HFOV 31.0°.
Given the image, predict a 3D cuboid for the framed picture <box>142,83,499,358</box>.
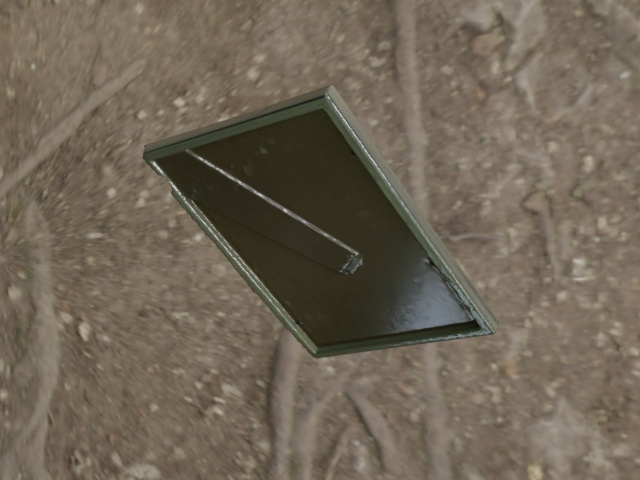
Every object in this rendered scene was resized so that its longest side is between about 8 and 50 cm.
[{"bbox_3d":[0.000,0.000,1.023,0.289,0.211,0.020,51,43,-31],"label":"framed picture"}]
